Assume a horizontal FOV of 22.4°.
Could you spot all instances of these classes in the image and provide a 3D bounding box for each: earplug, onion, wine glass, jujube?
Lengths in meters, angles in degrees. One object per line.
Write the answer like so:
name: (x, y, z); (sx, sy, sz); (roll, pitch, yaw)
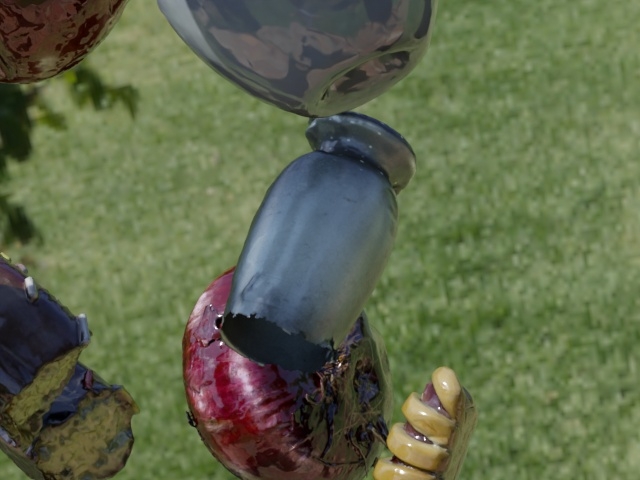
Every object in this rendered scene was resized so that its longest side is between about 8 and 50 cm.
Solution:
earplug: (-0.015, -0.236, 0.988); (0.214, 0.325, 0.175); (-19, 27, -28)
onion: (-0.051, 0.166, 1.961); (0.232, 0.314, 0.314); (-19, 16, 33)
wine glass: (0.000, 0.000, 1.276); (0.111, 0.111, 0.204); (4, 57, 33)
jujube: (-0.203, -0.227, 1.136); (0.168, 0.168, 0.236); (-1, 60, 24)

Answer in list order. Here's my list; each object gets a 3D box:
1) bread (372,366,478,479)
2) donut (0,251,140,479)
bread: (0.105, 0.243, 1.743); (0.081, 0.225, 0.134); (21, 1, 16)
donut: (-0.314, 0.107, 1.570); (0.259, 0.345, 0.136); (38, 72, 22)
